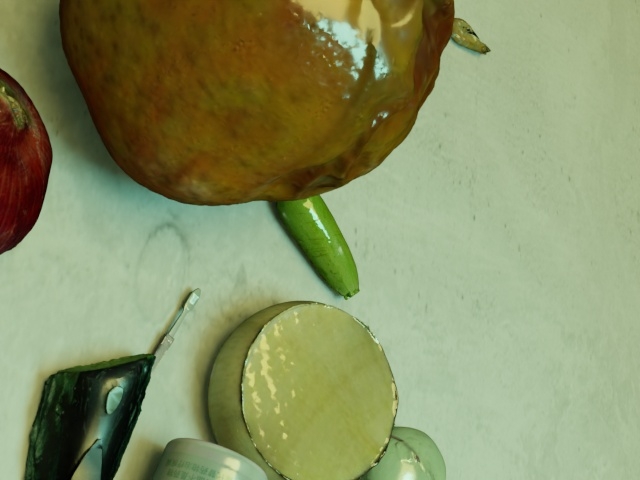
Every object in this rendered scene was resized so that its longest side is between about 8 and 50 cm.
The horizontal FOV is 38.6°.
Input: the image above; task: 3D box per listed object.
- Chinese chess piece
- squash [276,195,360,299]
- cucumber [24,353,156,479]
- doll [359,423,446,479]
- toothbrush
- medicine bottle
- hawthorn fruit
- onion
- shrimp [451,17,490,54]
[{"bbox_3d":[-0.021,0.206,1.198,0.257,0.104,0.257,10,72,-32],"label":"Chinese chess piece"},{"bbox_3d":[0.000,0.000,1.318,0.066,0.066,0.201,-42,110,-39],"label":"squash"},{"bbox_3d":[-0.256,0.206,1.026,0.115,0.086,0.192,24,73,-29],"label":"cucumber"},{"bbox_3d":[0.140,0.365,1.305,0.155,0.113,0.275,-30,99,-39],"label":"doll"},{"bbox_3d":[-0.199,0.136,1.137,0.014,0.017,0.194,42,55,-21],"label":"toothbrush"},{"bbox_3d":[-0.163,0.372,1.029,0.133,0.133,0.274,37,57,-28],"label":"medicine bottle"},{"bbox_3d":[-0.057,-0.243,1.080,0.472,0.472,0.471,12,71,-38],"label":"hawthorn fruit"},{"bbox_3d":[-0.369,-0.090,0.937,0.248,0.161,0.248,2,90,-74],"label":"onion"},{"bbox_3d":[0.275,-0.378,1.686,0.108,0.023,0.059,15,60,-38],"label":"shrimp"}]
